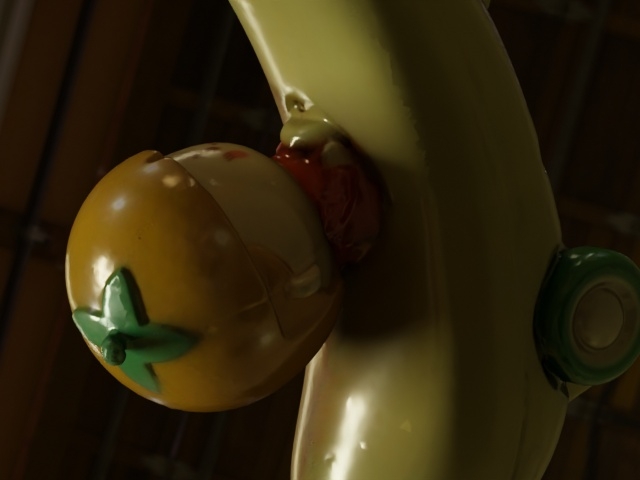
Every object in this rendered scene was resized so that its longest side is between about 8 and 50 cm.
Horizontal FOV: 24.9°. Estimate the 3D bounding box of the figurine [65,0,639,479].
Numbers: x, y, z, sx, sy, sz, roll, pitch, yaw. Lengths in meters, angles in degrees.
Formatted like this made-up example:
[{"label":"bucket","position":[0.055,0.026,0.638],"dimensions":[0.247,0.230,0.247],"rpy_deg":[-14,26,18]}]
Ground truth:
[{"label":"figurine","position":[0.000,0.000,0.593],"dimensions":[0.222,0.124,0.324],"rpy_deg":[-28,-69,-22]}]
